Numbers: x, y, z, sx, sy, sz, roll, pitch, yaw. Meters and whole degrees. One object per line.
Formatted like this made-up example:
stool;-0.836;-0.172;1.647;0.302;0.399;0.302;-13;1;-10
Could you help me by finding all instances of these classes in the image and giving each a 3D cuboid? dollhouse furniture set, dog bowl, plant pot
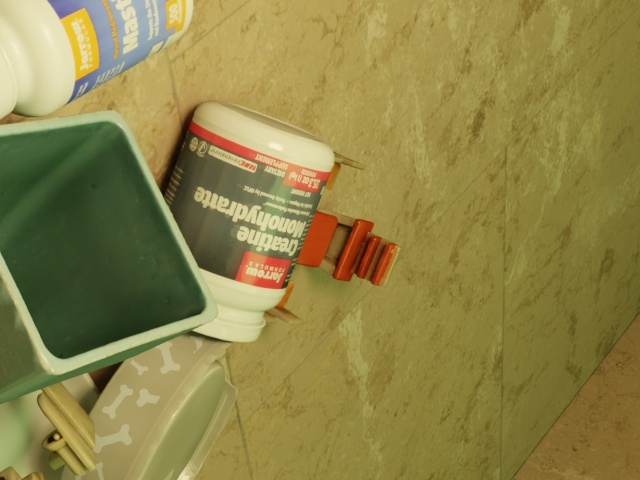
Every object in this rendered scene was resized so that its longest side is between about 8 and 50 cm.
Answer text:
dollhouse furniture set;-0.352;0.237;1.550;0.151;0.144;0.123;-32;114;2
dog bowl;-0.221;0.255;1.792;0.349;0.102;0.349;-58;169;-18
plant pot;-0.309;0.043;1.393;0.252;0.248;0.247;-32;171;36
dollhouse furniture set;0.000;0.000;2.011;0.259;0.135;0.262;11;102;-61

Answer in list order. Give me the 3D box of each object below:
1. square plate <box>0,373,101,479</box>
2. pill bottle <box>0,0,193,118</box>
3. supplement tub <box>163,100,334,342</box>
square plate;-0.413;0.257;1.618;0.347;0.049;0.344;-51;149;-23
pill bottle;-0.269;-0.216;1.372;0.272;0.152;0.152;-39;143;-40
supplement tub;-0.111;-0.026;1.748;0.191;0.191;0.272;6;107;-60
